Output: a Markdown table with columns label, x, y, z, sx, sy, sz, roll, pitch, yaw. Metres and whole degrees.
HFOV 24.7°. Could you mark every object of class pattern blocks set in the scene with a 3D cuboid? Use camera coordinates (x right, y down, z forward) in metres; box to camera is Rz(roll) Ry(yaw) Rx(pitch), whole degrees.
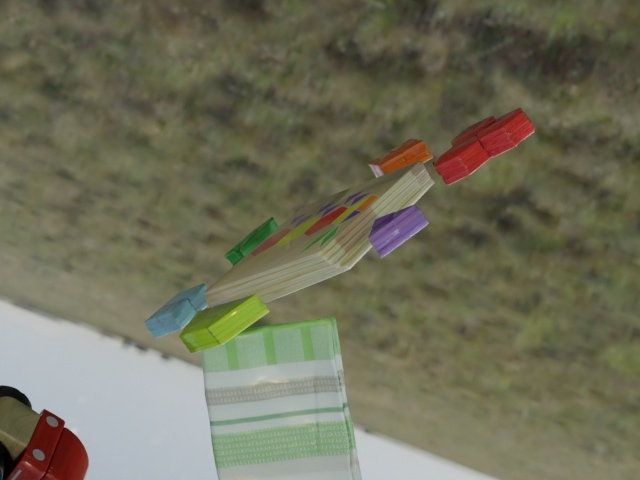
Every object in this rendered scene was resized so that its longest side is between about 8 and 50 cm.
| label | x | y | z | sx | sy | sz | roll | pitch | yaw |
| --- | --- | --- | --- | --- | --- | --- | --- | --- | --- |
| pattern blocks set | 0.000 | 0.000 | 1.158 | 0.026 | 0.285 | 0.325 | 56 | 152 | -11 |

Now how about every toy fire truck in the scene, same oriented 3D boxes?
| label | x | y | z | sx | sy | sz | roll | pitch | yaw |
| --- | --- | --- | --- | --- | --- | --- | --- | --- | --- |
| toy fire truck | -0.313 | 0.316 | 1.571 | 0.246 | 0.217 | 0.158 | 35 | -154 | -13 |

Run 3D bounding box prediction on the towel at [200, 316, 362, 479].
| label | x | y | z | sx | sy | sz | roll | pitch | yaw |
| --- | --- | --- | --- | --- | --- | --- | --- | --- | --- |
| towel | -0.032 | 0.141 | 1.142 | 0.113 | 0.152 | 0.023 | -8 | -172 | 0 |
